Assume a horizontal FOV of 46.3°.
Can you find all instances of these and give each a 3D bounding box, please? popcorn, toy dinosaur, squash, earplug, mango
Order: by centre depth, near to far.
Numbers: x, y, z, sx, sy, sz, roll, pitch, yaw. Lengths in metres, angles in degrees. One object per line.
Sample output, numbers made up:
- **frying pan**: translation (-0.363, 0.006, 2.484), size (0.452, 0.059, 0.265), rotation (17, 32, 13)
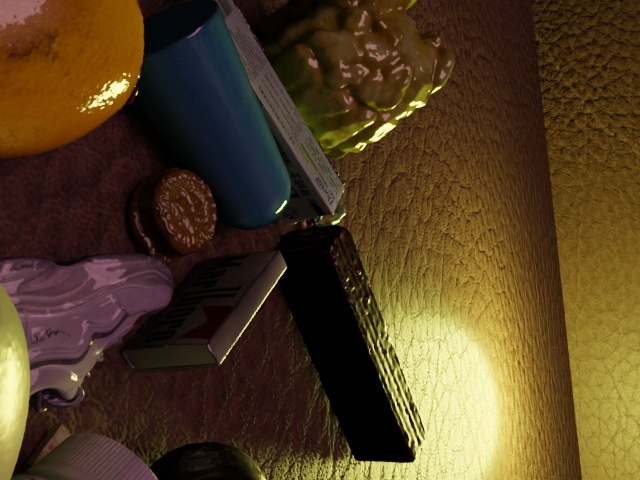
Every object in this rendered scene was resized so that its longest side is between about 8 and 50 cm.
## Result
- **mango**: translation (-0.260, -0.145, 0.578), size (0.138, 0.187, 0.257), rotation (45, 37, 11)
- **squash**: translation (-0.107, 0.291, 0.708), size (0.156, 0.193, 0.193), rotation (18, 61, -23)
- **earplug**: translation (-0.119, -0.127, 0.875), size (0.273, 0.132, 0.132), rotation (63, 33, -35)
- **popcorn**: translation (0.042, -0.265, 1.079), size (0.237, 0.293, 0.293), rotation (47, 40, -18)
- **toy dinosaur**: translation (-0.003, 0.001, 1.130), size (0.106, 0.044, 0.187), rotation (-22, 109, -54)

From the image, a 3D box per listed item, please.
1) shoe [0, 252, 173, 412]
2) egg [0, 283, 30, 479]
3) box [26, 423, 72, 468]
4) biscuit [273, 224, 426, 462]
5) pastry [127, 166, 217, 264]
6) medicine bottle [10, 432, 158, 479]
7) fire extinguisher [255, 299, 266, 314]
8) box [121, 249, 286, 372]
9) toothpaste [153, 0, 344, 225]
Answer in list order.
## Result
- **shoe**: translation (-0.221, 0.082, 0.663), size (0.245, 0.095, 0.137), rotation (0, 86, -57)
- **egg**: translation (-0.278, 0.067, 0.428), size (0.271, 0.162, 0.206), rotation (27, 44, -38)
- **box**: translation (-0.229, 0.212, 0.683), size (0.083, 0.012, 0.046), rotation (64, 34, -28)
- **biscuit**: translation (0.044, 0.159, 1.091), size (0.073, 0.107, 0.388), rotation (-49, 124, -51)
- **pastry**: translation (-0.162, -0.027, 0.831), size (0.097, 0.057, 0.109), rotation (42, 46, -46)
- **medicine bottle**: translation (-0.223, 0.257, 0.546), size (0.225, 0.139, 0.139), rotation (-45, 121, -55)
- **fire extinguisher**: translation (-0.101, 0.088, 0.925), size (0.132, 0.039, 0.056), rotation (-36, 146, -59)
- **box**: translation (-0.121, 0.072, 0.813), size (0.177, 0.115, 0.036), rotation (-56, 131, -52)
- **toothpaste**: translation (-0.083, -0.167, 0.970), size (0.336, 0.081, 0.067), rotation (57, 37, -30)
